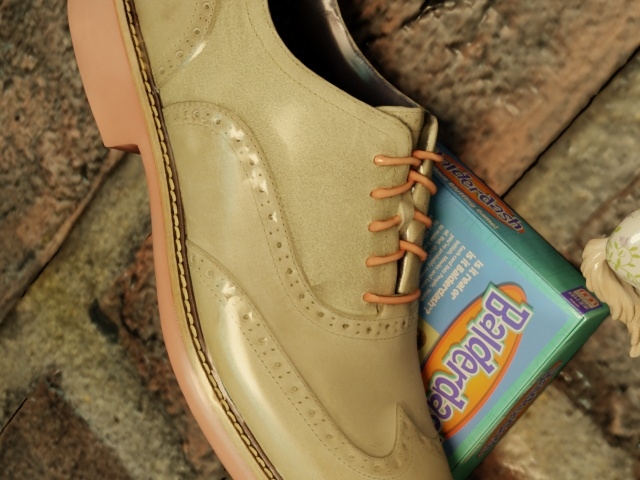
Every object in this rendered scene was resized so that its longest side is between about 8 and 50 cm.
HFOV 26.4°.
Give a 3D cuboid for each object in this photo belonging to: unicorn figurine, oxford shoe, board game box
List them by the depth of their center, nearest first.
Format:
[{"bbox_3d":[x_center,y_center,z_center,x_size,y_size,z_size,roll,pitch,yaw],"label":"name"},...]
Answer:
[{"bbox_3d":[0.195,-0.012,0.669,0.162,0.060,0.111,-37,89,20],"label":"unicorn figurine"},{"bbox_3d":[0.000,0.000,0.698,0.146,0.140,0.397,-26,84,24],"label":"oxford shoe"},{"bbox_3d":[0.038,0.026,0.784,0.210,0.047,0.160,46,117,20],"label":"board game box"}]
